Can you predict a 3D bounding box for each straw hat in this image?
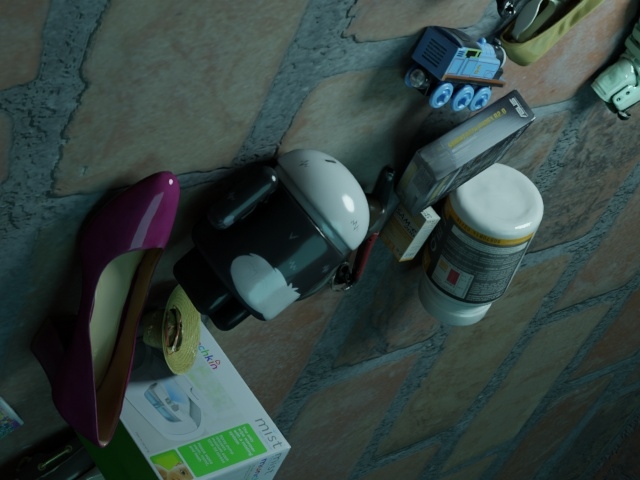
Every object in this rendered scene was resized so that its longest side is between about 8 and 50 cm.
[{"bbox_3d":[-0.229,0.128,1.955,0.061,0.144,0.144,-1,159,17],"label":"straw hat"}]

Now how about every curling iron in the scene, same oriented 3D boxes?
[{"bbox_3d":[0.070,-0.011,2.146,0.068,0.035,0.274,-17,146,-37],"label":"curling iron"}]

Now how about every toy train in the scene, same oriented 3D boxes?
[{"bbox_3d":[0.198,-0.243,1.899,0.184,0.080,0.105,-2,130,-50],"label":"toy train"}]

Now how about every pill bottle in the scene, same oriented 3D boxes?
[{"bbox_3d":[0.264,0.012,2.283,0.162,0.162,0.278,-22,149,-31],"label":"pill bottle"}]

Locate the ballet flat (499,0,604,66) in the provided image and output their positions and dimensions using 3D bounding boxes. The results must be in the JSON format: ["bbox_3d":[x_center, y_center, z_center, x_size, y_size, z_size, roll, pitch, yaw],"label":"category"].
[{"bbox_3d":[0.352,-0.347,1.932,0.232,0.080,0.073,-47,137,14],"label":"ballet flat"}]

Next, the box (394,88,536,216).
[{"bbox_3d":[0.215,-0.130,2.042,0.183,0.056,0.231,-32,172,-11],"label":"box"}]

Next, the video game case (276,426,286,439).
[{"bbox_3d":[-0.221,0.467,2.530,0.275,0.035,0.248,-8,141,-46],"label":"video game case"}]

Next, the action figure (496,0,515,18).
[{"bbox_3d":[0.316,-0.411,1.719,0.276,0.141,0.164,-31,155,22],"label":"action figure"}]

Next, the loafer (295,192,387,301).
[{"bbox_3d":[0.000,0.000,2.044,0.220,0.080,0.078,-46,143,3],"label":"loafer"}]

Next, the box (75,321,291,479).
[{"bbox_3d":[-0.217,0.275,1.983,0.231,0.262,0.127,-13,144,-39],"label":"box"}]

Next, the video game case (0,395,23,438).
[{"bbox_3d":[-0.504,0.265,1.878,0.143,0.019,0.157,-34,152,-9],"label":"video game case"}]

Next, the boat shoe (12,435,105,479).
[{"bbox_3d":[-0.411,0.370,2.072,0.324,0.097,0.116,-29,154,-18],"label":"boat shoe"}]

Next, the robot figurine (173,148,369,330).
[{"bbox_3d":[-0.066,-0.004,1.842,0.278,0.173,0.209,-40,-176,2],"label":"robot figurine"}]

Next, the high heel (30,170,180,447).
[{"bbox_3d":[-0.247,0.091,1.743,0.127,0.181,0.377,-9,141,-45],"label":"high heel"}]

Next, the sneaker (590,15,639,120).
[{"bbox_3d":[0.521,-0.295,2.202,0.151,0.094,0.256,-33,152,-5],"label":"sneaker"}]

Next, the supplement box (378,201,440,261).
[{"bbox_3d":[0.145,-0.022,2.193,0.036,0.062,0.098,-8,140,-43],"label":"supplement box"}]
